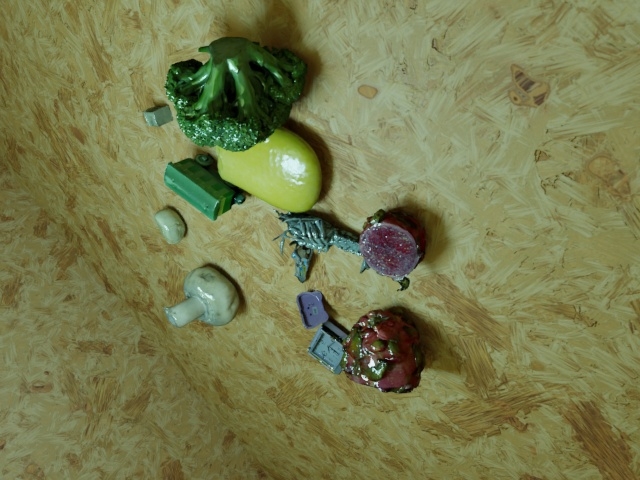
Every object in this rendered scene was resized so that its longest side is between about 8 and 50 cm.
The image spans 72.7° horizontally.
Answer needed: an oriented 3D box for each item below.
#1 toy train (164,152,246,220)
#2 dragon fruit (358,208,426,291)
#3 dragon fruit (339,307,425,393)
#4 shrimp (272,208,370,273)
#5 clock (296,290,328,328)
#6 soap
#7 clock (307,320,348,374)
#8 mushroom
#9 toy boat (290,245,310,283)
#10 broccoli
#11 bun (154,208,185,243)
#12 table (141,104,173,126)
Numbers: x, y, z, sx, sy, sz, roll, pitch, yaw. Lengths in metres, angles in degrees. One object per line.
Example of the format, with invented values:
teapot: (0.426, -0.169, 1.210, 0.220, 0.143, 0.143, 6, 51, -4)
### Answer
toy train: (-0.437, -0.213, 1.675, 0.301, 0.202, 0.120, 36, 132, 13)
dragon fruit: (0.231, 0.010, 1.365, 0.211, 0.147, 0.282, -9, 118, 32)
dragon fruit: (0.242, 0.371, 1.556, 0.315, 0.296, 0.262, 3, 88, 41)
shrimp: (-0.001, -0.004, 1.527, 0.411, 0.165, 0.221, 14, 149, 14)
clock: (-0.033, 0.285, 1.794, 0.050, 0.110, 0.152, 88, 165, -74)
soap: (-0.176, -0.261, 1.491, 0.428, 0.115, 0.305, 27, 129, 20)
clock: (0.055, 0.456, 1.873, 0.186, 0.083, 0.253, 36, 137, 11)
mushroom: (-0.575, 0.301, 2.082, 0.315, 0.336, 0.314, 22, 127, 33)
toy boat: (-0.076, 0.107, 1.734, 0.210, 0.066, 0.084, 93, 155, -49)
broccoli: (-0.247, -0.416, 1.255, 0.414, 0.310, 0.320, 4, 95, 4)
bun: (-0.714, -0.069, 2.084, 0.164, 0.111, 0.188, 21, 137, 49)
table: (-0.646, -0.493, 1.718, 0.083, 0.079, 0.062, 14, 130, 33)
